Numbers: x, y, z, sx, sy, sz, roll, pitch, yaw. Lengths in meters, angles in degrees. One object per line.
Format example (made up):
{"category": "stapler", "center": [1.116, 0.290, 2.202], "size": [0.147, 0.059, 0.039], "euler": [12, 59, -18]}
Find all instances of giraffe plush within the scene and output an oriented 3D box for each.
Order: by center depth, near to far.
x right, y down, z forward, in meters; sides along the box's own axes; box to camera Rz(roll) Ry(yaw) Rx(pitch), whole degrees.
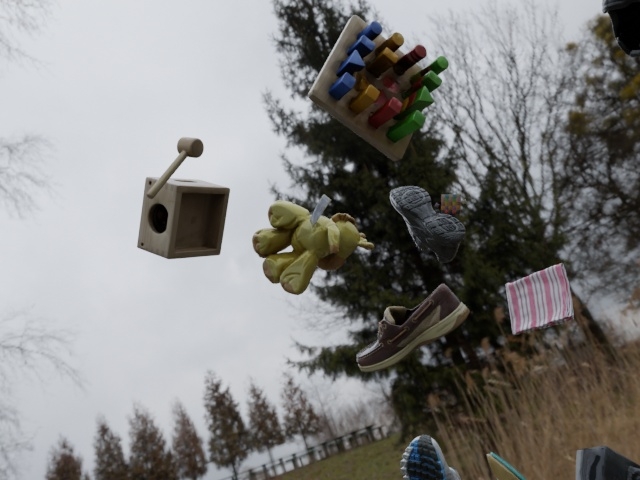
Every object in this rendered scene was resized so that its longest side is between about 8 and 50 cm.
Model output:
{"category": "giraffe plush", "center": [0.000, 0.000, 1.170], "size": [0.210, 0.181, 0.170], "euler": [-41, -25, 27]}

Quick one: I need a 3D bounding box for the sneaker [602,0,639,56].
{"category": "sneaker", "center": [0.597, -0.382, 1.078], "size": [0.293, 0.146, 0.102], "euler": [25, -8, -26]}

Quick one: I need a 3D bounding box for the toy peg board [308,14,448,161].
{"category": "toy peg board", "center": [0.094, -0.227, 0.842], "size": [0.161, 0.161, 0.079], "euler": [34, -26, -18]}

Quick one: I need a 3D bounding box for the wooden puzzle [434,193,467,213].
{"category": "wooden puzzle", "center": [0.328, -0.092, 1.515], "size": [0.083, 0.049, 0.006], "euler": [1, -2, 29]}

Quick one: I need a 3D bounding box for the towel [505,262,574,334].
{"category": "towel", "center": [0.548, 0.151, 1.527], "size": [0.029, 0.144, 0.197], "euler": [10, -24, -28]}

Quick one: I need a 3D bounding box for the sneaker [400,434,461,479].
{"category": "sneaker", "center": [0.177, 0.360, 0.912], "size": [0.071, 0.190, 0.083], "euler": [8, 31, 39]}

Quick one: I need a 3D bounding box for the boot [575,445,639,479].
{"category": "boot", "center": [0.667, 0.720, 1.277], "size": [0.367, 0.445, 0.146], "euler": [43, -44, -19]}

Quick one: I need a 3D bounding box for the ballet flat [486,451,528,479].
{"category": "ballet flat", "center": [0.476, 0.588, 1.404], "size": [0.073, 0.232, 0.080], "euler": [-57, -7, -1]}

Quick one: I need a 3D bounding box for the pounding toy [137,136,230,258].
{"category": "pounding toy", "center": [-0.253, -0.079, 1.036], "size": [0.094, 0.206, 0.181], "euler": [16, 11, 33]}

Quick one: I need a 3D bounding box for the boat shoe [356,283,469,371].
{"category": "boat shoe", "center": [0.205, 0.216, 1.511], "size": [0.342, 0.123, 0.123], "euler": [-37, 1, 36]}

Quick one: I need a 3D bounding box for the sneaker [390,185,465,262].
{"category": "sneaker", "center": [0.279, -0.045, 1.671], "size": [0.109, 0.286, 0.130], "euler": [-16, -45, -21]}
